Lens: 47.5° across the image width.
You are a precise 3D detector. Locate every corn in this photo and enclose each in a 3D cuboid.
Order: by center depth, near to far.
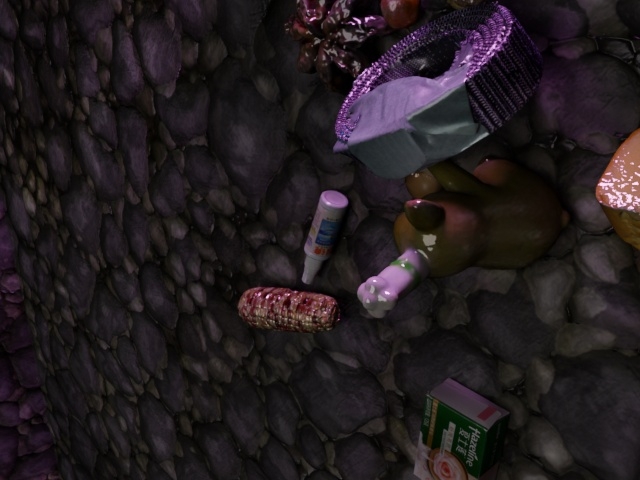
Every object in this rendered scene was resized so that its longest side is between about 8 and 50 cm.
[{"bbox_3d":[-0.065,0.149,1.573,0.290,0.098,0.098,-3,103,44],"label":"corn"}]

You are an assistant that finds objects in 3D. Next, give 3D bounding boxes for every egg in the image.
[{"bbox_3d":[0.175,-0.107,1.224,0.071,0.071,0.083,34,143,34],"label":"egg"}]

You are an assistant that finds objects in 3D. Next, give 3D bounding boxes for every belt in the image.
[{"bbox_3d":[0.164,-0.214,1.053,0.122,0.260,0.325,45,150,-27],"label":"belt"}]

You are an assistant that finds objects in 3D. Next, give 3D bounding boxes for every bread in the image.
[{"bbox_3d":[0.459,-0.066,0.944,0.140,0.169,0.160,20,79,41],"label":"bread"}]

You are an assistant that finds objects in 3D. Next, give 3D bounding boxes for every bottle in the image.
[{"bbox_3d":[0.000,0.000,1.466,0.060,0.060,0.217,43,132,28],"label":"bottle"}]

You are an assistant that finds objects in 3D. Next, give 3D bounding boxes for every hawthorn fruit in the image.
[{"bbox_3d":[0.136,-0.364,1.181,0.066,0.067,0.103,18,145,42],"label":"hawthorn fruit"}]

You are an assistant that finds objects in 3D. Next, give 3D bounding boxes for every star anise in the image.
[{"bbox_3d":[0.015,-0.373,1.269,0.223,0.109,0.236,-11,99,53],"label":"star anise"}]

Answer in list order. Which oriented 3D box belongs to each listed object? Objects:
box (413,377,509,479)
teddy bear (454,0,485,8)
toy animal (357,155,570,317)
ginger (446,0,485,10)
[{"bbox_3d":[0.253,0.371,1.325,0.135,0.081,0.199,26,125,39],"label":"box"},{"bbox_3d":[0.169,-0.428,1.028,0.251,0.182,0.129,51,161,-2],"label":"teddy bear"},{"bbox_3d":[0.183,-0.020,1.051,0.180,0.363,0.181,32,125,53],"label":"toy animal"},{"bbox_3d":[0.195,-0.399,1.107,0.137,0.044,0.057,52,154,22],"label":"ginger"}]
